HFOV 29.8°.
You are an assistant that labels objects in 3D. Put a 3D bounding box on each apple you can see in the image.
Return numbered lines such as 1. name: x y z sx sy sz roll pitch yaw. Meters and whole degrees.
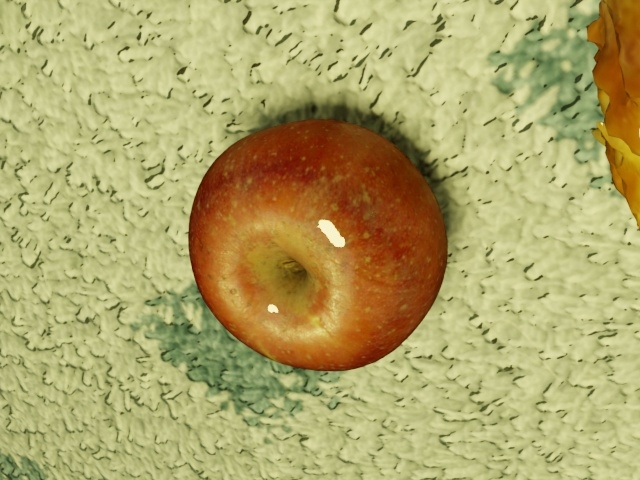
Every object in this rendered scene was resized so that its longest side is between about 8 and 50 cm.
1. apple: 0.000 0.000 0.918 0.201 0.162 0.201 9 120 17

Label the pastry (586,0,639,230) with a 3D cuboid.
1. pastry: 0.284 -0.141 0.563 0.337 0.292 0.405 52 143 -8
